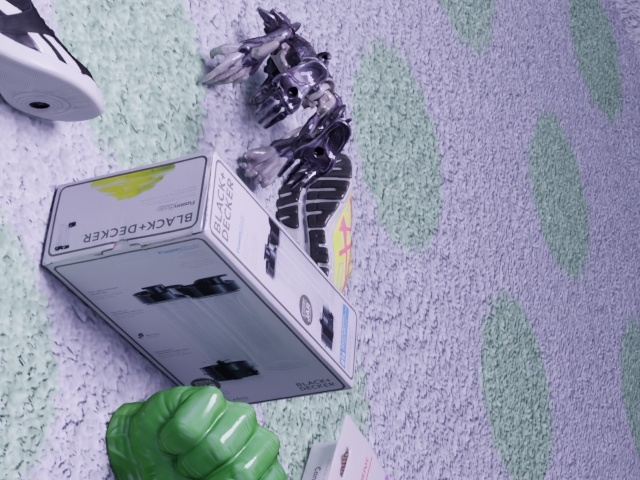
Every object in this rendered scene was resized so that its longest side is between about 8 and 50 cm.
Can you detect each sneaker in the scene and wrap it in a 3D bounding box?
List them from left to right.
[{"bbox_3d":[-0.252,-0.188,1.554,0.217,0.079,0.121,31,54,-56],"label":"sneaker"},{"bbox_3d":[0.000,0.000,2.017,0.094,0.081,0.209,56,39,-52],"label":"sneaker"}]

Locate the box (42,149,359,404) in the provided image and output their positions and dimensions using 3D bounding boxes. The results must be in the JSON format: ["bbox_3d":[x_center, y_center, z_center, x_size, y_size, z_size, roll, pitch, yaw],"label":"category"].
[{"bbox_3d":[-0.100,0.044,1.672,0.290,0.169,0.087,47,40,-47],"label":"box"}]

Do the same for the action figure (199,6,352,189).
[{"bbox_3d":[-0.044,-0.148,1.914,0.164,0.141,0.276,61,3,-17],"label":"action figure"}]

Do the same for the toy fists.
[{"bbox_3d":[-0.087,0.258,1.640,0.096,0.142,0.279,-44,118,-61],"label":"toy fists"}]

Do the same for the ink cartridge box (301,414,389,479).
[{"bbox_3d":[0.030,0.291,1.956,0.198,0.067,0.115,62,29,-34],"label":"ink cartridge box"}]
